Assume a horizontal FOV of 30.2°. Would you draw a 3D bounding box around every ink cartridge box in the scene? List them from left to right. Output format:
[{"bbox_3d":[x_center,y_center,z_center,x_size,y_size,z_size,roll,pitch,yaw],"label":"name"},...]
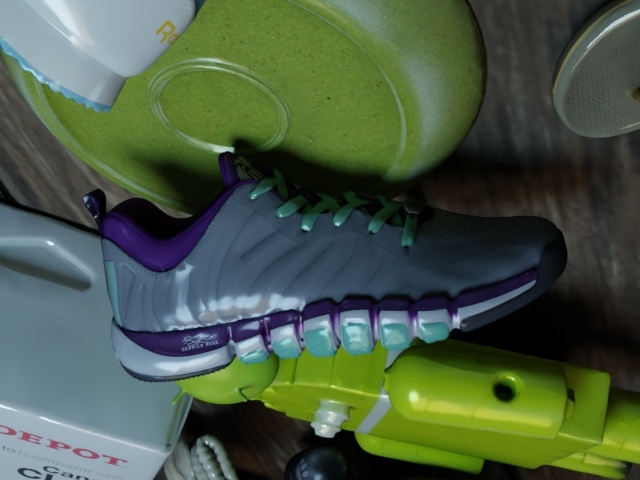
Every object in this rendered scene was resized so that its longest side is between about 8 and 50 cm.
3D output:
[{"bbox_3d":[-0.221,0.109,0.808,0.226,0.131,0.306,19,148,-10],"label":"ink cartridge box"}]

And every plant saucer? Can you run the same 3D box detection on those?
[{"bbox_3d":[-0.044,-0.073,0.559,0.241,0.037,0.241,8,147,5],"label":"plant saucer"}]

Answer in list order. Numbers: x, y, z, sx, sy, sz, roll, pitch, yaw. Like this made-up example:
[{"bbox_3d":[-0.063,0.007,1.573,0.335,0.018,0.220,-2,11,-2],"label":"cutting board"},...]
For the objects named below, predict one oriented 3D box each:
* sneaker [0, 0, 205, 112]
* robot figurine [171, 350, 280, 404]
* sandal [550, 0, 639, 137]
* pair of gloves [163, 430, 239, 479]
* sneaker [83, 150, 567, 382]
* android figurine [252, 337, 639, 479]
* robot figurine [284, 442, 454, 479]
[{"bbox_3d":[-0.134,-0.154,0.427,0.092,0.087,0.229,-45,108,5],"label":"sneaker"},{"bbox_3d":[-0.050,0.039,0.658,0.101,0.115,0.067,-6,142,25],"label":"robot figurine"},{"bbox_3d":[0.174,-0.075,0.474,0.180,0.049,0.072,-13,140,33],"label":"sandal"},{"bbox_3d":[-0.064,0.257,0.890,0.042,0.240,0.204,-20,176,-14],"label":"pair of gloves"},{"bbox_3d":[0.000,0.000,0.557,0.224,0.083,0.098,-12,106,6],"label":"sneaker"},{"bbox_3d":[0.071,0.101,0.734,0.273,0.056,0.248,11,164,-2],"label":"android figurine"},{"bbox_3d":[0.063,0.255,0.864,0.174,0.209,0.278,2,169,-10],"label":"robot figurine"}]
